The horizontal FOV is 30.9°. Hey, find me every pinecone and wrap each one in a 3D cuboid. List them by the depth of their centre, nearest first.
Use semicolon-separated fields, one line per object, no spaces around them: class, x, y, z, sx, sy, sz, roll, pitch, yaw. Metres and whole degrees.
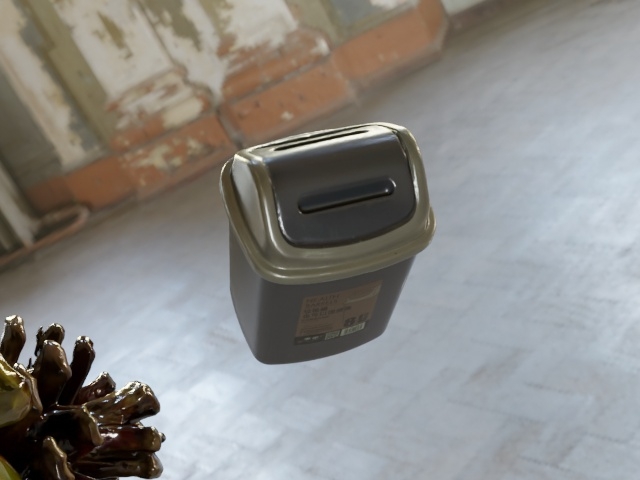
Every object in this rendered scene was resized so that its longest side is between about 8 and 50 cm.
pinecone;-0.183;0.124;0.642;0.195;0.149;0.179;-8;22;-24

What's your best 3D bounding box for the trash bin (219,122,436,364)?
trash bin;0.000;0.000;1.258;0.210;0.290;0.182;-14;58;-17

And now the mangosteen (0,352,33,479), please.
mangosteen;-0.231;0.103;0.423;0.275;0.274;0.302;-8;10;40
